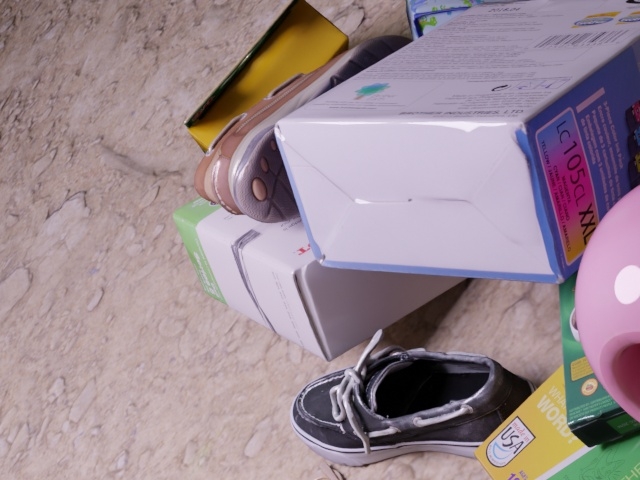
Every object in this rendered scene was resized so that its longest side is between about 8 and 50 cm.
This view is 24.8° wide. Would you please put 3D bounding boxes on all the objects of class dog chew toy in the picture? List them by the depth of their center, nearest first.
[{"bbox_3d":[0.323,-0.007,1.047,0.206,0.207,0.332,-3,38,47],"label":"dog chew toy"}]

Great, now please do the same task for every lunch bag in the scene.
[{"bbox_3d":[0.176,-0.269,1.687,0.151,0.096,0.129,-11,41,2],"label":"lunch bag"}]

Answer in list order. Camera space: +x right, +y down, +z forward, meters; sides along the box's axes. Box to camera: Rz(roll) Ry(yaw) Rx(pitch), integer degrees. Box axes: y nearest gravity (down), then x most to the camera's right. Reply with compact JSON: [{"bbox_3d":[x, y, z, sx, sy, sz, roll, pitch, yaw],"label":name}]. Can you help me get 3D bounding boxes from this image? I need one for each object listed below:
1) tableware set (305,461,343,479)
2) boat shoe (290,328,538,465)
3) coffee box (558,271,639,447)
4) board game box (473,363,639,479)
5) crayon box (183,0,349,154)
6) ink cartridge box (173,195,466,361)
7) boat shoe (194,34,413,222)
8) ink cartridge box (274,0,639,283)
[{"bbox_3d":[-0.031,0.300,1.417,0.168,0.020,0.141,-40,34,13],"label":"tableware set"},{"bbox_3d":[0.066,0.150,1.378,0.306,0.105,0.113,1,57,49],"label":"boat shoe"},{"bbox_3d":[0.252,0.068,1.185,0.113,0.040,0.184,-27,39,29],"label":"coffee box"},{"bbox_3d":[0.298,0.139,1.158,0.316,0.064,0.242,-46,33,5],"label":"board game box"},{"bbox_3d":[-0.059,-0.168,1.720,0.202,0.081,0.318,-50,-2,-1],"label":"crayon box"},{"bbox_3d":[0.000,0.000,1.534,0.198,0.115,0.273,-30,27,-21],"label":"ink cartridge box"},{"bbox_3d":[-0.008,-0.127,1.521,0.116,0.123,0.324,4,28,43],"label":"boat shoe"},{"bbox_3d":[0.194,-0.117,1.334,0.270,0.151,0.395,4,30,41],"label":"ink cartridge box"}]
